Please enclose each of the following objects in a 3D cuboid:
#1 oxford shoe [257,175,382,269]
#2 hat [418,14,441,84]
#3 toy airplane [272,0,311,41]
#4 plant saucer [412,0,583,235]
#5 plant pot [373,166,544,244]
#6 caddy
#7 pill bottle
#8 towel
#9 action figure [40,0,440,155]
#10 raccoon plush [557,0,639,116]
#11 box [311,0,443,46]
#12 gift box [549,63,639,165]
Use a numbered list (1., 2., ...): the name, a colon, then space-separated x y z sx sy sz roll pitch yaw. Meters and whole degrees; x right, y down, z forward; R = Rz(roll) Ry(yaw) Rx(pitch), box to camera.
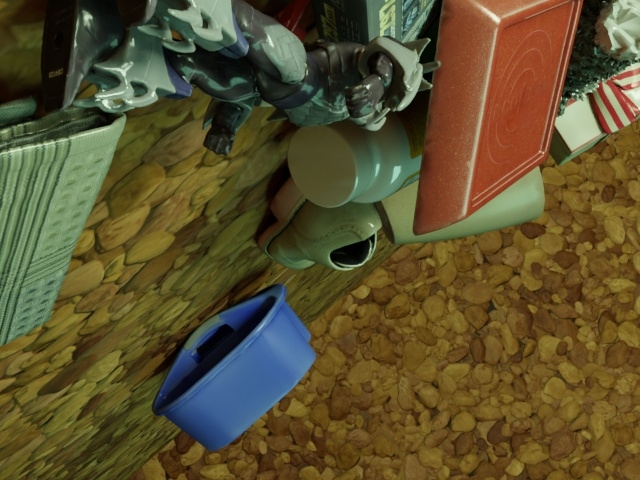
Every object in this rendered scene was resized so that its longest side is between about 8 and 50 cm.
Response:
1. oxford shoe: 0.000 0.000 1.139 0.140 0.146 0.397 -41 173 -12
2. hat: 0.137 -0.279 0.841 0.208 0.184 0.173 6 -157 36
3. toy airplane: -0.012 -0.206 0.597 0.151 0.028 0.151 -41 170 -8
4. plant saucer: 0.197 -0.153 0.780 0.258 0.047 0.259 -31 135 -43
5. plant pot: 0.237 -0.105 1.419 0.274 0.257 0.256 -23 168 -4
6. caddy: -0.170 0.227 1.415 0.341 0.179 0.241 -42 -167 3
7. pill bottle: 0.073 -0.127 0.928 0.245 0.136 0.136 -30 165 -46
8. towel: -0.302 0.032 0.510 0.312 0.056 0.324 -28 165 -42
9. action figure: -0.038 -0.113 0.508 0.185 0.099 0.285 -17 164 36
10. raccoon plush: 0.351 -0.288 1.087 0.299 0.216 0.446 -44 171 39
11. box: 0.069 -0.230 0.601 0.183 0.059 0.233 -56 170 -4
12. gift box: 0.525 -0.324 1.448 0.276 0.255 0.258 -37 172 9
